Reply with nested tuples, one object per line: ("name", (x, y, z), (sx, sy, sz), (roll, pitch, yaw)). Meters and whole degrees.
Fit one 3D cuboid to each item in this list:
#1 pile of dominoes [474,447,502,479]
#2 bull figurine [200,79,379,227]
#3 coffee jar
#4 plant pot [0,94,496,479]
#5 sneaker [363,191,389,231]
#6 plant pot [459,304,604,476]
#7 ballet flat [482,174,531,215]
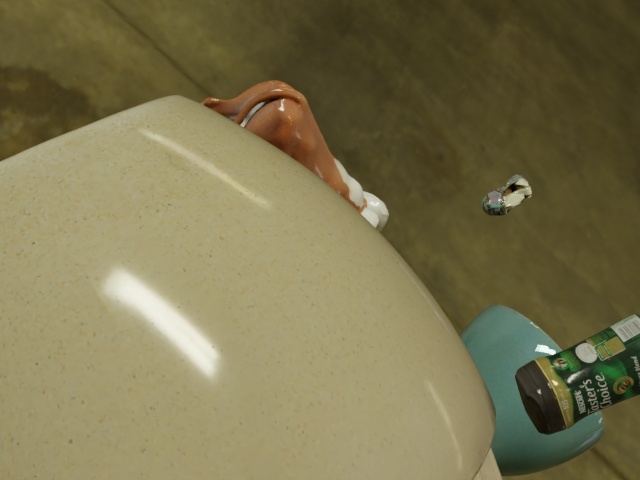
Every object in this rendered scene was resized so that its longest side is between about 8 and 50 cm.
("pile of dominoes", (0.083, 0.260, 0.875), (0.251, 0.040, 0.196), (24, 54, -35))
("bull figurine", (-0.048, -0.074, 1.167), (0.310, 0.188, 0.101), (63, 17, -49))
("coffee jar", (0.343, 0.173, 1.216), (0.079, 0.184, 0.096), (-113, 178, -55))
("plant pot", (-0.085, 0.044, 0.446), (0.284, 0.284, 0.191), (-35, 105, -55))
("sneaker", (0.000, 0.000, 1.855), (0.114, 0.305, 0.152), (53, 40, -23))
("plant pot", (0.299, 0.282, 1.605), (0.195, 0.290, 0.290), (-35, 82, -15))
("ballet flat", (0.258, -0.060, 1.269), (0.041, 0.041, 0.114), (52, 43, 7))
